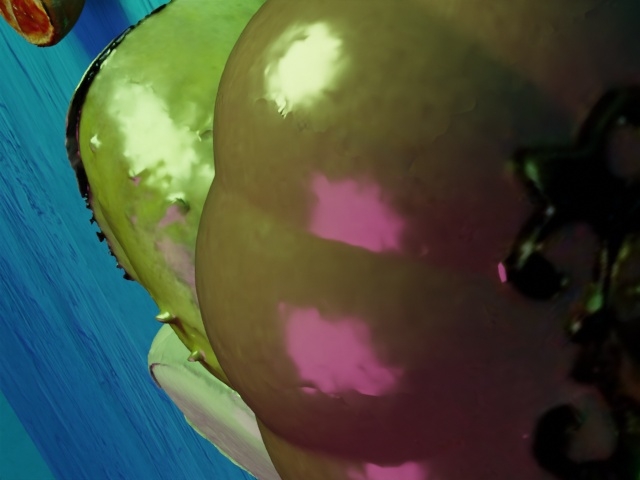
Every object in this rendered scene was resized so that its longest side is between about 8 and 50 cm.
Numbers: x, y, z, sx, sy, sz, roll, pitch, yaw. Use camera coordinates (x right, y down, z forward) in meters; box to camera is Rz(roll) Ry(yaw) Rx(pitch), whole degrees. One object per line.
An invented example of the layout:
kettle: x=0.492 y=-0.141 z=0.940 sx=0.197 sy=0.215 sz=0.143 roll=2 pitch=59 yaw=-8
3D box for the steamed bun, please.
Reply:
steamed bun: x=-0.037 y=0.118 z=1.349 sx=0.177 sy=0.131 sz=0.228 roll=53 pitch=161 yaw=-28

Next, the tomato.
tomato: x=-0.238 y=-0.234 z=1.310 sx=0.155 sy=0.069 sz=0.155 roll=43 pitch=160 yaw=20

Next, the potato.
potato: x=0.000 y=0.000 z=0.970 sx=0.266 sy=0.229 sz=0.229 roll=36 pitch=154 yaw=32

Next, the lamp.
lamp: x=0.090 y=-0.013 z=0.637 sx=0.239 sy=0.305 sz=0.305 roll=34 pitch=153 yaw=59
